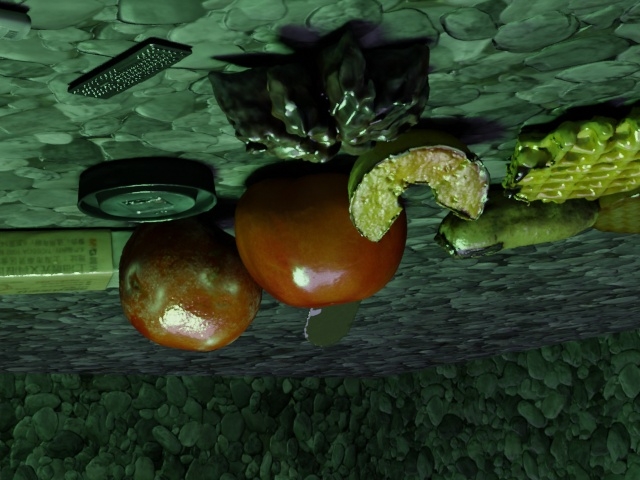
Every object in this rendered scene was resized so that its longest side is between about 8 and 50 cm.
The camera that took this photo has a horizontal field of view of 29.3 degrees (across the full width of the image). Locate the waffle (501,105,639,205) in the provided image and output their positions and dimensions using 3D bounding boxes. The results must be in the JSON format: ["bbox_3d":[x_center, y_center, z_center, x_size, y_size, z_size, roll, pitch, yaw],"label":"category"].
[{"bbox_3d":[0.361,-0.106,1.595,0.307,0.060,0.312,-15,164,32],"label":"waffle"}]

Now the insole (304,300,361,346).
[{"bbox_3d":[0.045,0.053,1.913,0.111,0.007,0.328,5,131,-20],"label":"insole"}]

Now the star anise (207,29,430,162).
[{"bbox_3d":[0.002,-0.130,1.262,0.236,0.109,0.223,3,170,-40],"label":"star anise"}]

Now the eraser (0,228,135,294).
[{"bbox_3d":[-0.433,0.033,1.901,0.343,0.078,0.144,-2,168,-16],"label":"eraser"}]

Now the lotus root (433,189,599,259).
[{"bbox_3d":[0.289,-0.031,1.836,0.258,0.097,0.110,-9,177,-18],"label":"lotus root"}]

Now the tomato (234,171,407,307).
[{"bbox_3d":[0.004,-0.001,1.674,0.260,0.180,0.260,-7,175,-1],"label":"tomato"}]

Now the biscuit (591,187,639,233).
[{"bbox_3d":[0.565,-0.062,1.910,0.318,0.040,0.318,-4,166,-1],"label":"biscuit"}]

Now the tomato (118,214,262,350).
[{"bbox_3d":[-0.193,0.066,1.791,0.188,0.232,0.232,-52,154,9],"label":"tomato"}]

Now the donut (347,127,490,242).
[{"bbox_3d":[0.117,-0.078,1.516,0.181,0.078,0.146,-12,135,-3],"label":"donut"}]

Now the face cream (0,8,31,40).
[{"bbox_3d":[-0.295,-0.191,1.061,0.083,0.021,0.040,5,164,-37],"label":"face cream"}]

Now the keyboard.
[{"bbox_3d":[-0.193,-0.168,1.226,0.053,0.010,0.155,5,164,-42],"label":"keyboard"}]

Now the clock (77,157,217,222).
[{"bbox_3d":[-0.228,-0.065,1.612,0.184,0.040,0.184,-4,167,-1],"label":"clock"}]
